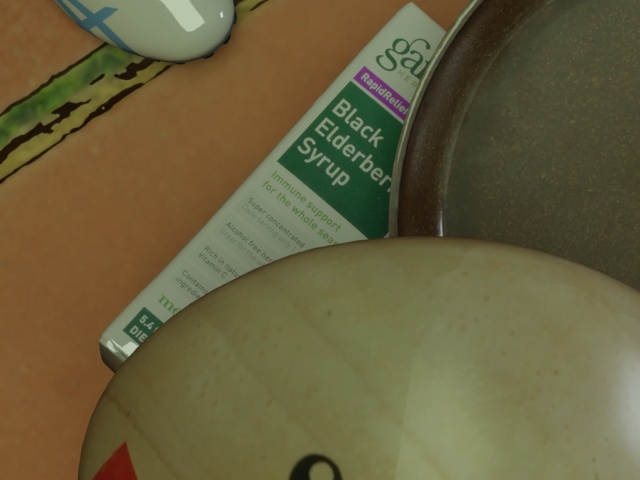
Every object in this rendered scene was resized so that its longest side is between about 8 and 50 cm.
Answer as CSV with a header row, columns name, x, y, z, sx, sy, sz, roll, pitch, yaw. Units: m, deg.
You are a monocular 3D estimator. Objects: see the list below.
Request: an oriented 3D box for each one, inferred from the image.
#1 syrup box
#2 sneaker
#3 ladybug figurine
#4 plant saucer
name,x,y,z,sx,sy,sz,roll,pitch,yaw
syrup box,0.000,0.000,0.969,0.093,0.096,0.237,41,78,4
sneaker,-0.140,-0.186,1.014,0.085,0.086,0.237,-44,88,1
ladybug figurine,0.039,0.171,0.834,0.305,0.449,0.162,3,55,3
plant saucer,0.185,-0.015,0.912,0.311,0.050,0.310,-1,100,-4
